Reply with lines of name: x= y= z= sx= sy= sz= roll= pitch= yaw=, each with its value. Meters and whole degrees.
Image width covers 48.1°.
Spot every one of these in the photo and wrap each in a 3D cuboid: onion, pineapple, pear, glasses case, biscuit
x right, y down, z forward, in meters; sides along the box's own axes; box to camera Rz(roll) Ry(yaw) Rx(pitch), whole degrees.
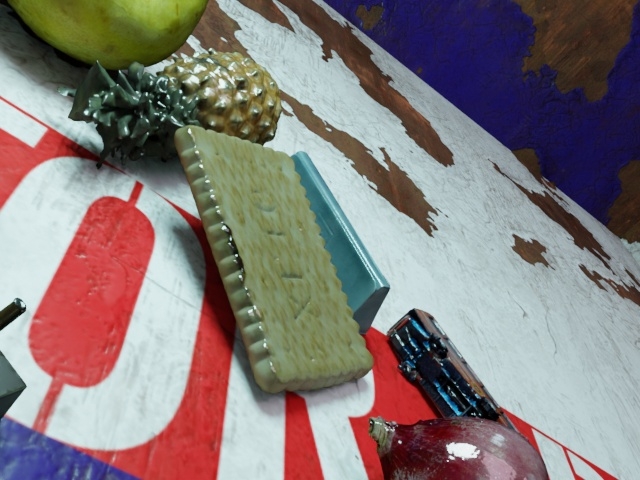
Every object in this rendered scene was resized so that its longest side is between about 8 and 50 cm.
onion: x=0.127 y=0.238 z=0.712 sx=0.194 sy=0.159 sz=0.159 roll=30 pitch=23 yaw=4
pineapple: x=-0.188 y=-0.157 z=0.904 sx=0.169 sy=0.169 sz=0.340 roll=46 pitch=31 yaw=8
pear: x=-0.294 y=-0.384 z=0.938 sx=0.304 sy=0.304 sz=0.304 roll=34 pitch=25 yaw=-18
glasses case: x=0.000 y=0.000 z=0.996 sx=0.056 sy=0.105 sz=0.266 roll=-8 pitch=50 yaw=-28
biscuit: x=-0.054 y=0.020 z=0.842 sx=0.217 sy=0.044 sz=0.325 roll=8 pitch=56 yaw=-57

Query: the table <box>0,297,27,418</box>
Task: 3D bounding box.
table: x=-0.300 y=0.014 z=0.469 sx=0.240 sy=0.111 sz=0.121 roll=47 pitch=23 yaw=11

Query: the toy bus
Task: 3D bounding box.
toy bus: x=0.181 y=0.196 z=0.956 sx=0.235 sy=0.073 sz=0.096 roll=54 pitch=19 yaw=26
